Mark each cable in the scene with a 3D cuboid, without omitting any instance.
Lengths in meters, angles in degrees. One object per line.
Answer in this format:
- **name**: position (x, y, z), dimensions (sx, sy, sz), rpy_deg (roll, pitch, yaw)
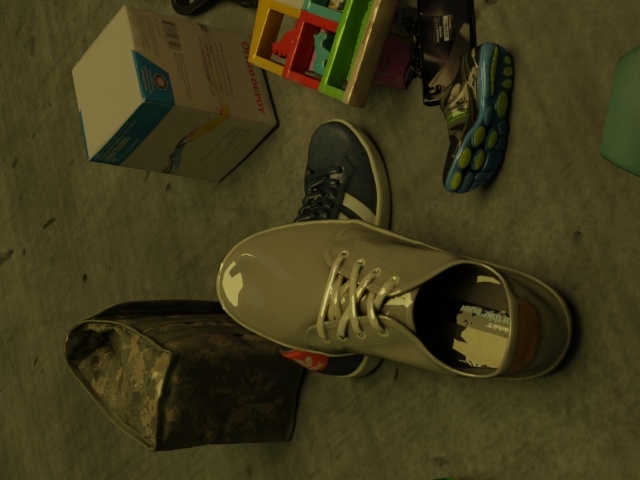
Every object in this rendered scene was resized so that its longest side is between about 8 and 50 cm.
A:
- **cable**: position (-0.139, -0.401, 2.080), dimensions (0.287, 0.072, 0.139), rpy_deg (-29, 77, 57)

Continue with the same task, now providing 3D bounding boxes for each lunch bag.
- **lunch bag**: position (-0.196, 0.170, 1.863), dimensions (0.287, 0.235, 0.169), rpy_deg (22, 105, 49)

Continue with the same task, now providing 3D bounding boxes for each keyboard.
- **keyboard**: position (0.154, -0.263, 1.703), dimensions (0.100, 0.038, 0.192), rpy_deg (-8, 74, 25)

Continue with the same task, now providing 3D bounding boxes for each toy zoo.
- **toy zoo**: position (-0.008, -0.306, 1.797), dimensions (0.293, 0.030, 0.192), rpy_deg (29, 105, 50)

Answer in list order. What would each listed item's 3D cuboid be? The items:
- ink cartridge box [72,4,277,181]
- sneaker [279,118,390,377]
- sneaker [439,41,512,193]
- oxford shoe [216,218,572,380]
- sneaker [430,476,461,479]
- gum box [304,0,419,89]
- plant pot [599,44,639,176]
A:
- **ink cartridge box**: position (-0.216, -0.210, 1.969), dimensions (0.168, 0.232, 0.171), rpy_deg (-40, 54, 41)
- **sneaker**: position (0.000, 0.000, 1.731), dimensions (0.131, 0.148, 0.350), rpy_deg (-23, 65, 46)
- **sneaker**: position (0.182, -0.146, 1.613), dimensions (0.078, 0.067, 0.188), rpy_deg (1, 77, 52)
- **oxford shoe**: position (0.064, 0.067, 1.539), dimensions (0.449, 0.130, 0.169), rpy_deg (11, 94, 28)
- **sneaker**: position (0.063, 0.349, 1.602), dimensions (0.295, 0.123, 0.109), rpy_deg (-24, 64, 45)
- **gum box**: position (0.045, -0.271, 1.800), dimensions (0.188, 0.062, 0.107), rpy_deg (18, 96, 51)
- **plant pot**: position (0.395, -0.116, 1.281), dimensions (0.234, 0.165, 0.165), rpy_deg (13, 93, 59)
